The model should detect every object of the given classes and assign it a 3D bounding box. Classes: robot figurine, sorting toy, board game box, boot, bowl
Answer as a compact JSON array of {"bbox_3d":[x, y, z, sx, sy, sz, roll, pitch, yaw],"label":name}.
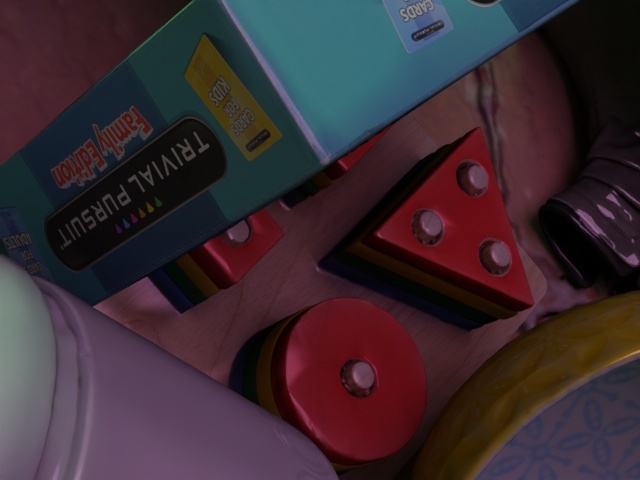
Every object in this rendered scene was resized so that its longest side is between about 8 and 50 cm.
[{"bbox_3d":[-0.125,0.127,0.727,0.353,0.300,0.200,35,92,-38],"label":"robot figurine"},{"bbox_3d":[0.000,0.000,0.951,0.255,0.089,0.257,50,54,-8],"label":"sorting toy"},{"bbox_3d":[0.029,-0.097,0.791,0.336,0.254,0.079,-35,94,-36],"label":"board game box"},{"bbox_3d":[0.189,-0.064,1.106,0.246,0.083,0.161,48,60,-8],"label":"boot"},{"bbox_3d":[0.160,0.135,0.945,0.289,0.289,0.156,19,21,-26],"label":"bowl"}]
